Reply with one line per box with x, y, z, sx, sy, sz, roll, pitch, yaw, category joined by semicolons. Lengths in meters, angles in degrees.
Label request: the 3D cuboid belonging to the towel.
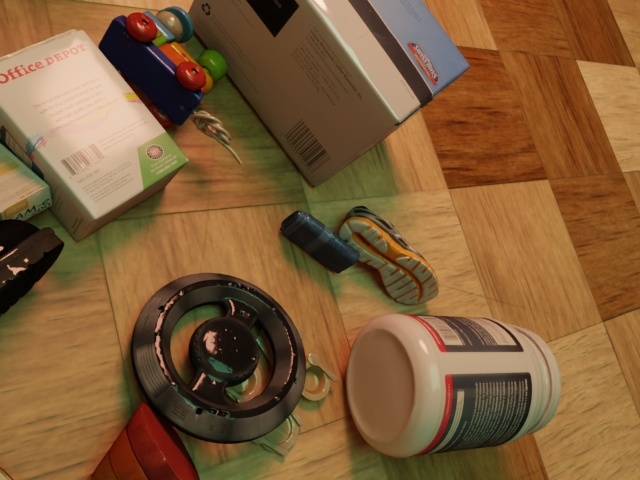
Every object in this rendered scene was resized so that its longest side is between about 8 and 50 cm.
0.000;0.000;0.880;0.119;0.067;0.029;38;57;-15;towel

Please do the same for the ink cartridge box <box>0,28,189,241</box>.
-0.297;-0.131;0.721;0.212;0.093;0.154;52;52;-7;ink cartridge box

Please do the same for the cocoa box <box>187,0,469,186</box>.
0.011;-0.310;0.909;0.347;0.231;0.228;52;52;-5;cocoa box

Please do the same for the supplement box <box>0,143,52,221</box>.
-0.366;-0.065;0.665;0.098;0.036;0.062;39;52;13;supplement box

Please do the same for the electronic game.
-0.122;0.141;0.736;0.229;0.048;0.229;19;47;-21;electronic game

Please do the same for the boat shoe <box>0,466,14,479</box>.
-0.289;0.318;0.553;0.073;0.080;0.224;-32;95;-43;boat shoe

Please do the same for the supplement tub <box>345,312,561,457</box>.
0.192;0.205;0.846;0.272;0.191;0.191;7;68;-31;supplement tub

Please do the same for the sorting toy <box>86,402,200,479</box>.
-0.147;0.364;0.633;0.126;0.127;0.366;-31;90;-11;sorting toy

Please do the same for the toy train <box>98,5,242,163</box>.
-0.179;-0.227;0.843;0.248;0.105;0.143;44;40;-11;toy train

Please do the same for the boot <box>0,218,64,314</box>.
-0.454;0.010;0.536;0.348;0.131;0.260;-39;95;-37;boot

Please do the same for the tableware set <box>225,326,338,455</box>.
-0.056;0.193;0.795;0.141;0.020;0.169;48;53;-8;tableware set

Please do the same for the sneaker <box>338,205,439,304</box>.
0.118;0.021;0.947;0.215;0.084;0.083;45;26;-22;sneaker
